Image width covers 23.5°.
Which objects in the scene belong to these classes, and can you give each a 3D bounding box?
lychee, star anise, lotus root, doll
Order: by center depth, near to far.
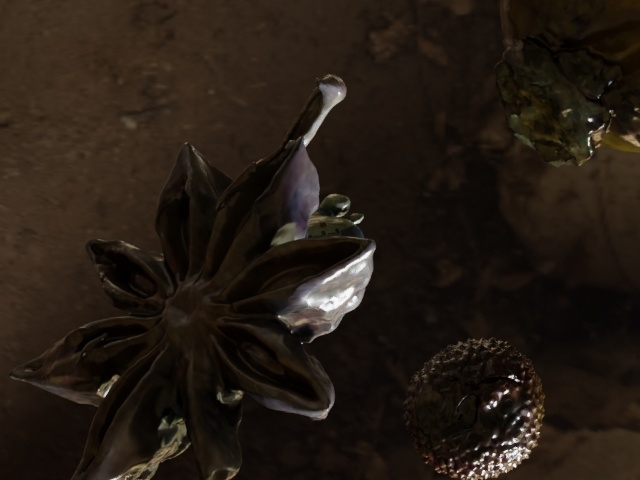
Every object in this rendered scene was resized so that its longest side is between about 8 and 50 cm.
[{"bbox_3d":[0.143,-0.113,0.546,0.209,0.120,0.120,-45,119,2],"label":"lotus root"},{"bbox_3d":[-0.052,0.031,0.832,0.081,0.230,0.262,38,82,-40],"label":"star anise"},{"bbox_3d":[0.000,0.000,1.090,0.076,0.083,0.050,-12,112,-13],"label":"doll"},{"bbox_3d":[0.193,0.209,1.912,0.188,0.188,0.188,-4,98,-33],"label":"lychee"}]
